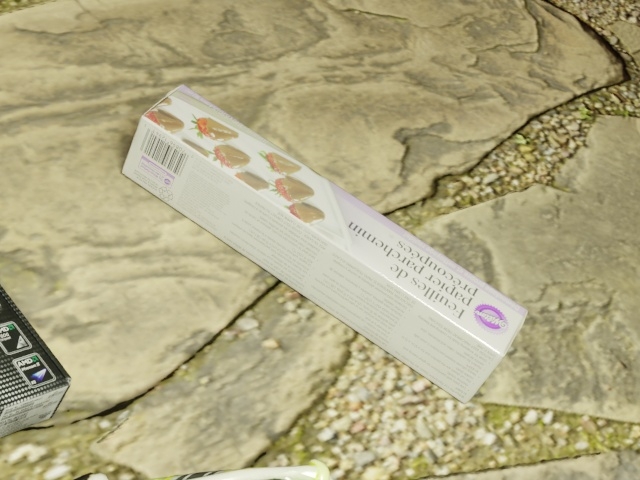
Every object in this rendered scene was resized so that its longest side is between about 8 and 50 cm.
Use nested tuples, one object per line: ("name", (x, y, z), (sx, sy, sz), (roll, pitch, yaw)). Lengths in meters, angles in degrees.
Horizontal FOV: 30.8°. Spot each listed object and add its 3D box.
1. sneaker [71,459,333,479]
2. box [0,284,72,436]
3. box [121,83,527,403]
("sneaker", (0.003, 0.195, 0.612), (0.385, 0.147, 0.145), (6, 43, -37))
("box", (-0.273, 0.053, 0.677), (0.191, 0.045, 0.184), (-16, 59, -49))
("box", (0.000, 0.000, 0.885), (0.324, 0.067, 0.063), (33, 41, 6))
